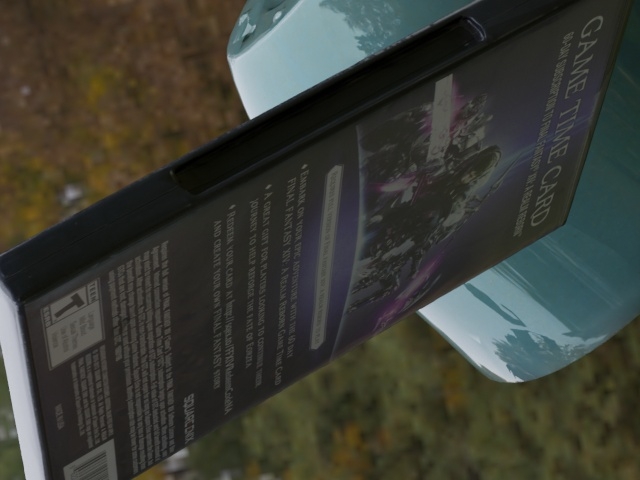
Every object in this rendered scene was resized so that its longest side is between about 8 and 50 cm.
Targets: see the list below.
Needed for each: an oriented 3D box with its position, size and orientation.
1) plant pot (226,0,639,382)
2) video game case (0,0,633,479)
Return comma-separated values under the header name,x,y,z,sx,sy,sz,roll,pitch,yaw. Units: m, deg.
name,x,y,z,sx,sy,sz,roll,pitch,yaw
plant pot,0.092,-0.106,1.119,0.235,0.293,0.293,37,-154,-15
video game case,0.000,0.000,0.796,0.026,0.274,0.196,51,159,23
